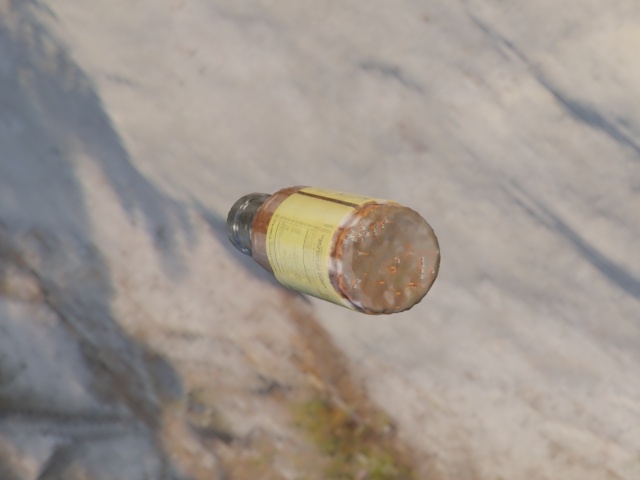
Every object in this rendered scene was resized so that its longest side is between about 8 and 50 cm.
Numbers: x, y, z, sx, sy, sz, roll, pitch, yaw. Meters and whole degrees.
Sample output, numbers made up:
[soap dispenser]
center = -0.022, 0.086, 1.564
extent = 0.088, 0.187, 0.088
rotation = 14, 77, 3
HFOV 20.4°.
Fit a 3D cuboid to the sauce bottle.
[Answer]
[sauce bottle]
center = 0.000, 0.000, 0.659
extent = 0.042, 0.042, 0.128
rotation = 54, 167, -19
